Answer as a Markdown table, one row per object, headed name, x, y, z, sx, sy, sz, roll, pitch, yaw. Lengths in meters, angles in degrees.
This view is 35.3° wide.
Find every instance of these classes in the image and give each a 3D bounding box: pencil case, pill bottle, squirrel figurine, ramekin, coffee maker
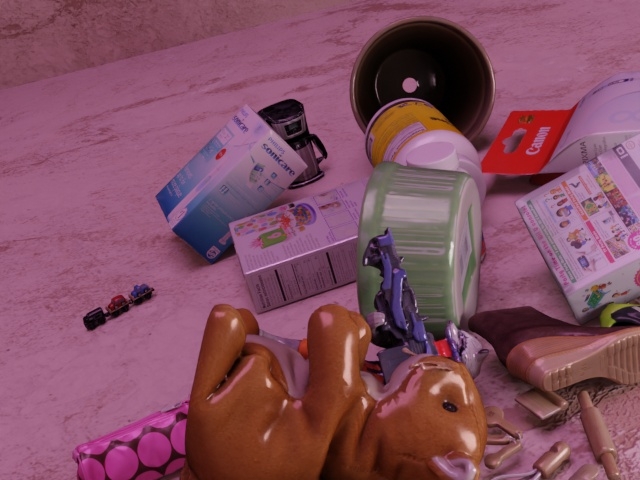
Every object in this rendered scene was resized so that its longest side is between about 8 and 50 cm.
| name | x | y | z | sx | sy | sz | roll | pitch | yaw |
| --- | --- | --- | --- | --- | --- | --- | --- | --- | --- |
| pencil case | -0.272 | 0.316 | 1.530 | 0.209 | 0.098 | 0.095 | -23 | 28 | -12 |
| pill bottle | 0.222 | -0.060 | 1.827 | 0.124 | 0.222 | 0.124 | -13 | 28 | 7 |
| squirrel figurine | 0.016 | 0.281 | 1.280 | 0.370 | 0.397 | 0.281 | 12 | -12 | 0 |
| pill bottle | 0.216 | -0.157 | 2.051 | 0.187 | 0.188 | 0.334 | -18 | 28 | -4 |
| ramekin | 0.169 | 0.024 | 1.630 | 0.148 | 0.304 | 0.303 | 2 | 32 | 18 |
| coffee maker | -0.084 | -0.232 | 2.364 | 0.171 | 0.178 | 0.120 | 13 | 38 | 43 |

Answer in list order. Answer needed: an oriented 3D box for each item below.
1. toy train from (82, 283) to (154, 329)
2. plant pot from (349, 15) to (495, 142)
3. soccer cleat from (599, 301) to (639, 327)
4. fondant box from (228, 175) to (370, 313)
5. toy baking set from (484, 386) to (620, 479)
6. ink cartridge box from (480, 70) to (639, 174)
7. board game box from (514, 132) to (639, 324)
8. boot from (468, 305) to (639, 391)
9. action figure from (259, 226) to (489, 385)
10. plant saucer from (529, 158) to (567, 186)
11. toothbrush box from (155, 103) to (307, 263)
| name | x | y | z | sx | sy | sz | roll | pitch | yaw |
| --- | --- | --- | --- | --- | --- | --- | --- | --- | --- |
| toy train | -0.405 | 0.128 | 2.020 | 0.158 | 0.036 | 0.027 | -29 | 30 | -24 |
| plant pot | 0.220 | -0.356 | 2.343 | 0.323 | 0.323 | 0.280 | -16 | 11 | 1 |
| soccer cleat | 0.513 | 0.120 | 1.520 | 0.178 | 0.060 | 0.072 | -11 | 37 | 23 |
| fondant box | 0.000 | 0.000 | 1.976 | 0.330 | 0.096 | 0.238 | -18 | 27 | -4 |
| toy baking set | 0.296 | 0.290 | 1.340 | 0.196 | 0.030 | 0.256 | -16 | 32 | 3 |
| ink cartridge box | 0.533 | -0.245 | 2.049 | 0.384 | 0.091 | 0.308 | 0 | 31 | 27 |
| board game box | 0.497 | -0.036 | 1.613 | 0.303 | 0.097 | 0.224 | -28 | 47 | 10 |
| boot | 0.368 | 0.137 | 1.490 | 0.248 | 0.090 | 0.207 | -9 | 24 | -18 |
| action figure | 0.079 | 0.165 | 1.487 | 0.330 | 0.342 | 0.178 | -7 | -11 | 2 |
| plant saucer | 0.594 | -0.168 | 2.020 | 0.258 | 0.048 | 0.259 | -32 | 32 | -28 |
| toothbrush box | -0.196 | -0.126 | 2.163 | 0.295 | 0.126 | 0.216 | -44 | 29 | 3 |
